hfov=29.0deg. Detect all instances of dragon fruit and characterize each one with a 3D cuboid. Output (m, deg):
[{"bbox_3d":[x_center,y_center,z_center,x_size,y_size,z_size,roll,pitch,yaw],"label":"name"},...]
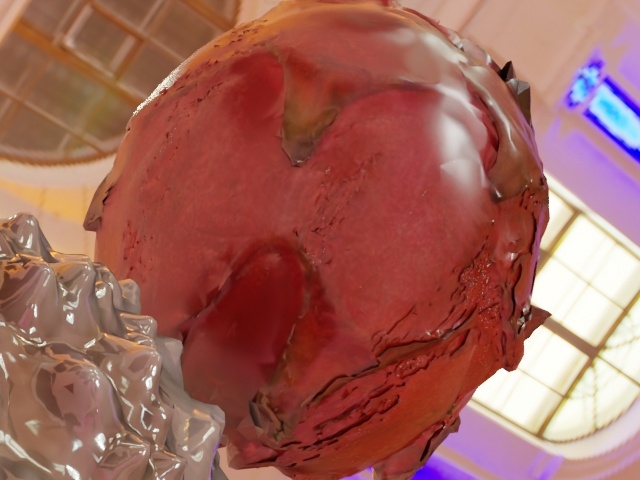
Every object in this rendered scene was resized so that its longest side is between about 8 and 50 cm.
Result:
[{"bbox_3d":[0.000,0.000,0.791,0.296,0.296,0.301,14,-103,52],"label":"dragon fruit"}]

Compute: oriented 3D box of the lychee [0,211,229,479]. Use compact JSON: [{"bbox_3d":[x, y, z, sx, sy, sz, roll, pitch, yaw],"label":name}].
[{"bbox_3d":[-0.194,0.154,0.397,0.380,0.380,0.432,-56,-150,3],"label":"lychee"}]
